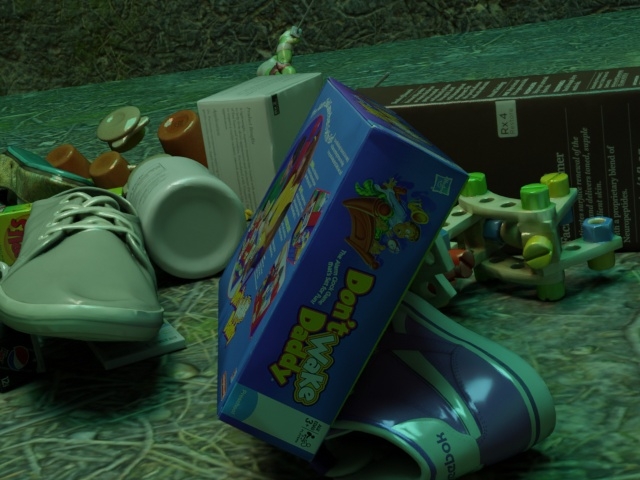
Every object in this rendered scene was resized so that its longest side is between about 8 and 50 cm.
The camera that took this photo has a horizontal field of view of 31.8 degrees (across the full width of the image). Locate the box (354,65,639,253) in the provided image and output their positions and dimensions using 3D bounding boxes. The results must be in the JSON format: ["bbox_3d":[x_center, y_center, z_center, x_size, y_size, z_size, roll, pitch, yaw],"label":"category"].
[{"bbox_3d":[0.212,-0.092,1.330,0.381,0.191,0.143,-2,18,23],"label":"box"}]

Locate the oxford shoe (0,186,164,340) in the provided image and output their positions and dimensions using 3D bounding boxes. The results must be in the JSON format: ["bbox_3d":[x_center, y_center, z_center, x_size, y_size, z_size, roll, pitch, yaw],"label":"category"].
[{"bbox_3d":[-0.254,0.018,1.204,0.169,0.130,0.449,10,8,-13],"label":"oxford shoe"}]

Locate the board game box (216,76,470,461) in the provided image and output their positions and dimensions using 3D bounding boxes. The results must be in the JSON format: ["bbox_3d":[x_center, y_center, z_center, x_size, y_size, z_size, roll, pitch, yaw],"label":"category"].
[{"bbox_3d":[0.000,0.000,0.929,0.078,0.233,0.347,27,10,-10],"label":"board game box"}]

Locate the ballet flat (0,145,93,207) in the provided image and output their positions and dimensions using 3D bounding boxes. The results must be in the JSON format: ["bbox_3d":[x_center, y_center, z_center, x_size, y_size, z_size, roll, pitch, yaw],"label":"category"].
[{"bbox_3d":[-0.433,-0.067,1.721,0.123,0.123,0.348,-17,18,-25],"label":"ballet flat"}]

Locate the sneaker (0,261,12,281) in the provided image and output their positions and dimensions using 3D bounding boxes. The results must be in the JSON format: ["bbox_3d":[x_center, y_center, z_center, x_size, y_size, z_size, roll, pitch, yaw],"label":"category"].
[{"bbox_3d":[-0.409,0.057,1.410,0.071,0.068,0.170,11,-3,-43],"label":"sneaker"}]

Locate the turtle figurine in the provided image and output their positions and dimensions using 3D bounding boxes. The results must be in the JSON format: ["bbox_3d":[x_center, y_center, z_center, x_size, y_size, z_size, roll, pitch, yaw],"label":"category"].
[{"bbox_3d":[-0.011,-0.315,2.188,0.198,0.274,0.266,22,3,-19],"label":"turtle figurine"}]

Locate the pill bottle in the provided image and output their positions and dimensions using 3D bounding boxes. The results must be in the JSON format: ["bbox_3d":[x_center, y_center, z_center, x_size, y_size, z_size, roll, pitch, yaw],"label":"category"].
[{"bbox_3d":[-0.184,-0.040,1.462,0.131,0.131,0.229,-13,17,-15],"label":"pill bottle"}]

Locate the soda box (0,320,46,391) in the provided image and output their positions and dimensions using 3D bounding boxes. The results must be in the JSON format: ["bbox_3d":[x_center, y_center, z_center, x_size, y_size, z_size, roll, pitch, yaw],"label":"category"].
[{"bbox_3d":[-0.359,0.107,1.189,0.053,0.060,0.169,-23,23,-37],"label":"soda box"}]

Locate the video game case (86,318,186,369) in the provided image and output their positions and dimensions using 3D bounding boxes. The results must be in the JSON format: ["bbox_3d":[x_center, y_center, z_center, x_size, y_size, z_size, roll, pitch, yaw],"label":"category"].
[{"bbox_3d":[-0.202,0.104,1.204,0.087,0.011,0.122,-16,18,-20],"label":"video game case"}]

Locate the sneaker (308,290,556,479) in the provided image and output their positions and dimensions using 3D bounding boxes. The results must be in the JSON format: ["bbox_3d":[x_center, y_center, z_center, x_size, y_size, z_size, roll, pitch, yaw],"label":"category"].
[{"bbox_3d":[0.034,0.116,0.900,0.161,0.102,0.282,-23,20,-25],"label":"sneaker"}]

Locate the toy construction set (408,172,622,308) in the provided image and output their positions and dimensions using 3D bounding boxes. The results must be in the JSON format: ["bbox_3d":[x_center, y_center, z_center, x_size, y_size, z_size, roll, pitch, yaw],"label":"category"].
[{"bbox_3d":[0.134,0.018,1.114,0.215,0.151,0.328,6,11,40],"label":"toy construction set"}]

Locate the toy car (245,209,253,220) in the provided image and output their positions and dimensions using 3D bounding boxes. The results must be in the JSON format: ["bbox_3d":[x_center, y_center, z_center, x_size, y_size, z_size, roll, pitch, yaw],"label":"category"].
[{"bbox_3d":[-0.156,-0.039,1.585,0.122,0.060,0.040,1,50,50],"label":"toy car"}]

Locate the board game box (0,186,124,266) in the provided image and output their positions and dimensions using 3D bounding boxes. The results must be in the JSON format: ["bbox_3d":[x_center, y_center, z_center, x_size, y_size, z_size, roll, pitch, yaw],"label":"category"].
[{"bbox_3d":[-0.348,-0.009,1.510,0.181,0.092,0.043,-10,18,-4],"label":"board game box"}]

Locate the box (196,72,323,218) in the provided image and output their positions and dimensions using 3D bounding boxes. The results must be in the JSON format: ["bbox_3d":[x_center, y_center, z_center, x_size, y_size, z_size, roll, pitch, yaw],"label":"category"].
[{"bbox_3d":[-0.075,-0.141,1.654,0.119,0.181,0.182,1,19,28],"label":"box"}]

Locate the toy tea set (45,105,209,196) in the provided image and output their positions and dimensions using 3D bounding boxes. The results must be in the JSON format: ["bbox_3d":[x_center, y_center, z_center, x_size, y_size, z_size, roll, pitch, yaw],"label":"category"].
[{"bbox_3d":[-0.309,-0.124,1.908,0.336,0.124,0.200,10,54,39],"label":"toy tea set"}]
